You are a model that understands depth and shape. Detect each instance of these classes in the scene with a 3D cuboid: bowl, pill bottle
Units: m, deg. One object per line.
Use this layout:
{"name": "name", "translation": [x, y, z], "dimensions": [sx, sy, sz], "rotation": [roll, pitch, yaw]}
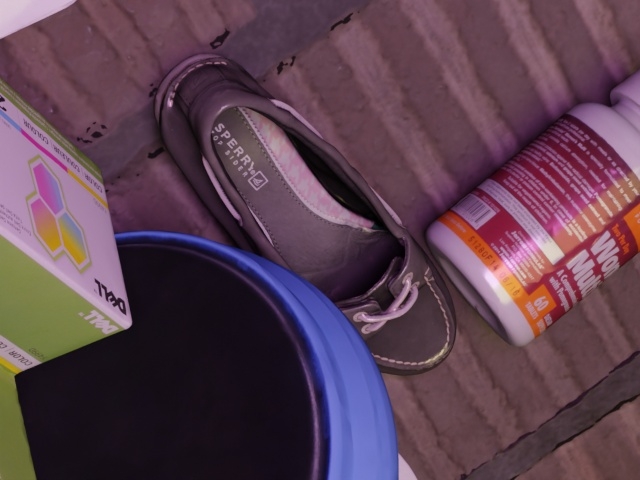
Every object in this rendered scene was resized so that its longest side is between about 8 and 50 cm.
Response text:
{"name": "bowl", "translation": [-0.139, 0.170, 1.213], "dimensions": [0.391, 0.391, 0.077], "rotation": [-46, 144, -1]}
{"name": "pill bottle", "translation": [0.199, -0.029, 1.419], "dimensions": [0.221, 0.121, 0.121], "rotation": [-39, 118, -4]}

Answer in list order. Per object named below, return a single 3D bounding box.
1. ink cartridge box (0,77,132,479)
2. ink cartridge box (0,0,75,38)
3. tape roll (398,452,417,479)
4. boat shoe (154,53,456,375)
{"name": "ink cartridge box", "translation": [-0.198, 0.039, 1.149], "dimensions": [0.097, 0.255, 0.189], "rotation": [-23, 150, 13]}
{"name": "ink cartridge box", "translation": [-0.269, -0.257, 1.113], "dimensions": [0.197, 0.198, 0.270], "rotation": [-29, 116, -10]}
{"name": "tape roll", "translation": [-0.060, 0.209, 1.376], "dimensions": [0.246, 0.169, 0.246], "rotation": [-7, 112, -19]}
{"name": "boat shoe", "translation": [0.000, 0.000, 1.366], "dimensions": [0.112, 0.095, 0.335], "rotation": [-43, 118, -2]}
